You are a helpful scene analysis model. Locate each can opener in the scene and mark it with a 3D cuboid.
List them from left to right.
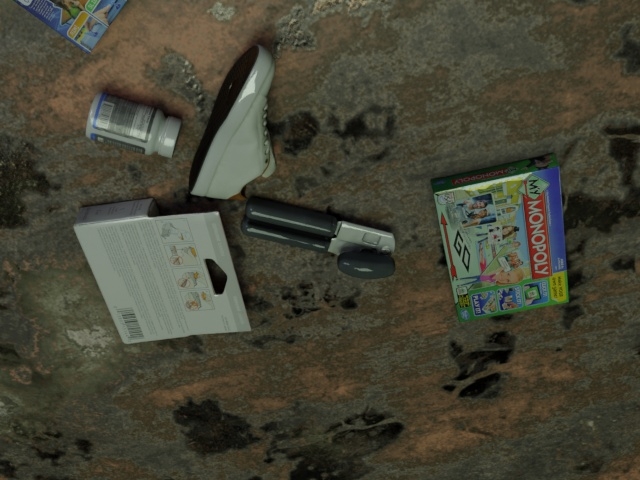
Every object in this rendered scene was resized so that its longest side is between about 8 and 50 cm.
[{"bbox_3d":[0.000,0.000,1.265,0.284,0.095,0.076,13,125,-10],"label":"can opener"}]

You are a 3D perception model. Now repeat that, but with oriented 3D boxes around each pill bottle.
[{"bbox_3d":[-0.295,-0.181,1.137,0.137,0.078,0.078,16,126,-12],"label":"pill bottle"}]

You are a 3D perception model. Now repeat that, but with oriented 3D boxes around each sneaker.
[{"bbox_3d":[-0.111,-0.178,1.137,0.123,0.105,0.290,13,134,-22],"label":"sneaker"}]

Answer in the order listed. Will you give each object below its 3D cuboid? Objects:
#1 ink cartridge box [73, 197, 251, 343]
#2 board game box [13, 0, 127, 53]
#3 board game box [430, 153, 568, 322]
[{"bbox_3d":[-0.281,0.058,1.327,0.261,0.066,0.296,-6,128,4],"label":"ink cartridge box"},{"bbox_3d":[-0.332,-0.382,1.010,0.136,0.035,0.201,35,119,-24],"label":"board game box"},{"bbox_3d":[0.333,0.006,1.303,0.214,0.046,0.317,-12,126,10],"label":"board game box"}]
